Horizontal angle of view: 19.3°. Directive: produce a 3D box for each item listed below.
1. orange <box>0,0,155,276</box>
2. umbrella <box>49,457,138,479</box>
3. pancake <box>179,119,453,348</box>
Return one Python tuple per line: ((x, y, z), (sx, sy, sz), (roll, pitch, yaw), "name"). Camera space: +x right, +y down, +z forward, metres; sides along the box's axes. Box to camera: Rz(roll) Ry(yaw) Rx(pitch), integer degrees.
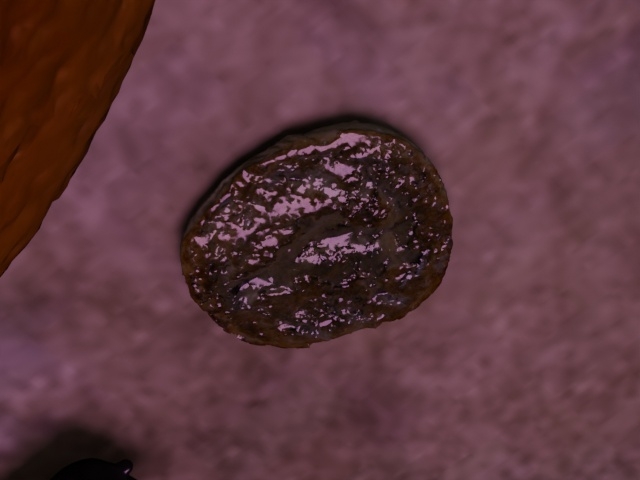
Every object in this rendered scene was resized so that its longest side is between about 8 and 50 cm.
((-0.175, -0.103, 0.365), (0.322, 0.322, 0.357), (31, 107, -34), "orange")
((-0.184, 0.200, 0.764), (0.326, 0.090, 0.094), (-39, 106, 17), "umbrella")
((-0.001, 0.001, 0.698), (0.108, 0.017, 0.108), (-6, 128, -8), "pancake")
